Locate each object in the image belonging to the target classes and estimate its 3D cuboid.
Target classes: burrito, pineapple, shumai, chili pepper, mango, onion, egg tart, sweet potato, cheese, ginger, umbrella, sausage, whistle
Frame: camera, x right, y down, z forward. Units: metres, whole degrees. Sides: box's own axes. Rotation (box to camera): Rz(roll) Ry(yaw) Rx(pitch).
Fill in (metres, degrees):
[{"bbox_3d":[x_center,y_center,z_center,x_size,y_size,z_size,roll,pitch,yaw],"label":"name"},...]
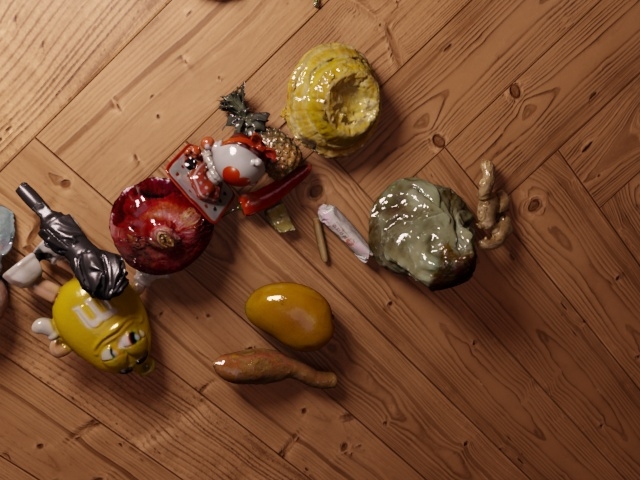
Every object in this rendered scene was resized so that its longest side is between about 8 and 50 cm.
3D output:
[{"bbox_3d":[0.070,-0.024,1.556,0.064,0.064,0.203,-43,107,3],"label":"burrito"},{"bbox_3d":[-0.158,-0.269,1.408,0.125,0.125,0.251,-40,105,2],"label":"pineapple"},{"bbox_3d":[0.299,-0.005,1.504,0.309,0.263,0.304,-25,112,-3],"label":"shumai"},{"bbox_3d":[-0.136,-0.122,1.475,0.272,0.071,0.063,-29,91,-4],"label":"chili pepper"},{"bbox_3d":[-0.075,0.202,1.555,0.254,0.139,0.175,32,95,-13],"label":"mango"},{"bbox_3d":[-0.382,-0.029,1.374,0.252,0.219,0.252,-6,105,-23],"label":"onion"},{"bbox_3d":[0.051,-0.338,1.389,0.290,0.115,0.290,-11,113,-28],"label":"egg tart"},{"bbox_3d":[-0.130,0.369,1.618,0.385,0.109,0.109,12,105,-28],"label":"sweet potato"},{"bbox_3d":[-0.108,-0.054,1.519,0.060,0.041,0.084,-29,95,-10],"label":"cheese"},{"bbox_3d":[0.493,-0.105,1.608,0.149,0.065,0.258,-13,99,-40],"label":"ginger"},{"bbox_3d":[-0.586,0.000,1.322,0.118,0.118,0.340,-40,93,2],"label":"umbrella"},{"bbox_3d":[0.000,0.000,1.568,0.024,0.024,0.132,-14,109,-7],"label":"sausage"},{"bbox_3d":[-0.830,0.080,1.349,0.189,0.189,0.348,19,91,-17],"label":"whistle"}]

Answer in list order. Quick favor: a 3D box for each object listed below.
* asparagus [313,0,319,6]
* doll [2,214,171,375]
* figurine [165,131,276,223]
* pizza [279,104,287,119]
[{"bbox_3d":[-0.008,-0.636,1.371,0.015,0.018,0.127,7,107,12],"label":"asparagus"},{"bbox_3d":[-0.573,0.142,1.429,0.423,0.161,0.348,22,85,-25],"label":"doll"},{"bbox_3d":[-0.211,-0.184,1.343,0.226,0.160,0.183,-27,114,31],"label":"figurine"},{"bbox_3d":[-0.034,-0.329,1.446,0.134,0.046,0.175,-23,111,-4],"label":"pizza"}]
